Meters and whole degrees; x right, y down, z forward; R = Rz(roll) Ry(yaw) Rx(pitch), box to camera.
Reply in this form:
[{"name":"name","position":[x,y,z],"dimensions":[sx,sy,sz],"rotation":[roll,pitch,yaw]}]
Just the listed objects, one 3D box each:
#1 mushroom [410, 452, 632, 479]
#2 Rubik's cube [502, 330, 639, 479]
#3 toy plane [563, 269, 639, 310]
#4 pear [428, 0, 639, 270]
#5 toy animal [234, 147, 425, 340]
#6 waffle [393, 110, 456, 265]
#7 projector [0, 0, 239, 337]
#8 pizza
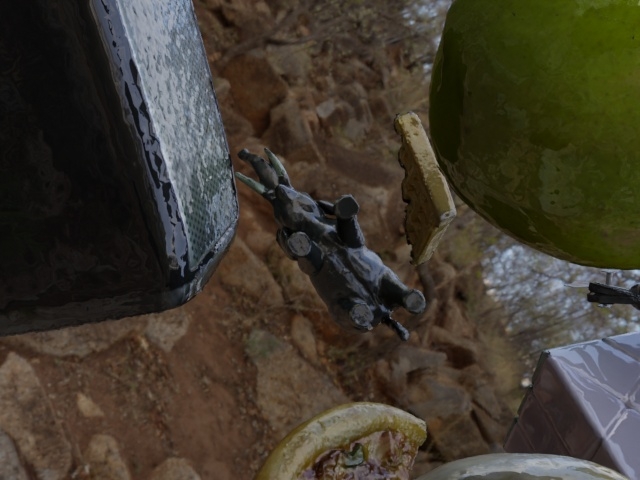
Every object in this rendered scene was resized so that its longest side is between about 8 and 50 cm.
[{"name":"mushroom","position":[0.061,0.241,0.466],"dimensions":[0.095,0.351,0.122],"rotation":[73,-7,-62]},{"name":"Rubik's cube","position":[0.400,0.268,0.842],"dimensions":[0.221,0.231,0.224],"rotation":[-111,-162,-46]},{"name":"toy plane","position":[0.401,0.067,0.812],"dimensions":[0.197,0.078,0.053],"rotation":[13,-78,49]},{"name":"pear","position":[0.170,-0.075,0.360],"dimensions":[0.187,0.220,0.187],"rotation":[-40,137,-52]},{"name":"toy animal","position":[-0.001,-0.003,0.677],"dimensions":[0.269,0.082,0.137],"rotation":[50,-9,3]},{"name":"waffle","position":[0.084,-0.039,0.592],"dimensions":[0.152,0.023,0.097],"rotation":[87,-16,-72]},{"name":"projector","position":[-0.314,-0.126,0.646],"dimensions":[0.242,0.395,0.405],"rotation":[-71,149,-70]},{"name":"pizza","position":[0.036,0.283,0.736],"dimensions":[0.058,0.292,0.197],"rotation":[-24,-103,48]}]
